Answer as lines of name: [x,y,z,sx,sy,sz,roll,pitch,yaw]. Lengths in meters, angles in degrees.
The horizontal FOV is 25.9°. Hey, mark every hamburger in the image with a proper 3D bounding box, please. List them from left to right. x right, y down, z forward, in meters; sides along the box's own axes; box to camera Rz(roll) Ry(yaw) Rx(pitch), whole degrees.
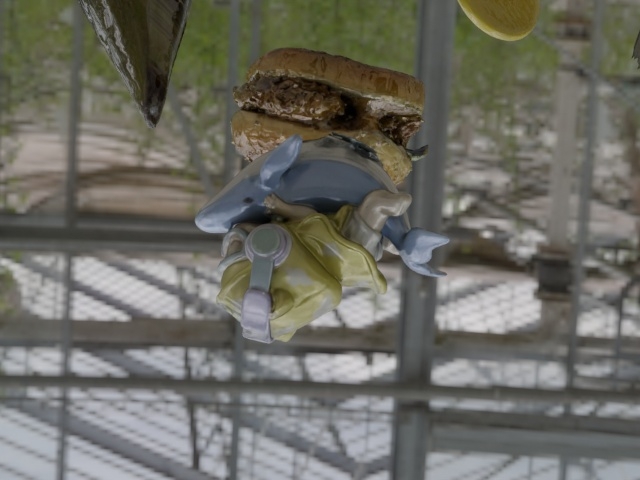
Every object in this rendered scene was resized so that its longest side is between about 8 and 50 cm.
hamburger: [0.005,-0.111,1.304,0.182,0.118,0.191,5,172,12]

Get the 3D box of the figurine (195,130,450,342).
figurine: [0.000,0.000,1.122,0.208,0.184,0.128,13,163,10]

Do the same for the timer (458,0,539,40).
timer: [0.208,-0.469,1.804,0.376,0.387,0.376,-36,-169,8]

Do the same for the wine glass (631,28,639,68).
wine glass: [0.402,-0.206,1.048,0.238,0.323,0.238,29,-155,-15]

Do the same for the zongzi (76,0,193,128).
zongzi: [-0.187,-0.232,0.882,0.286,0.300,0.138,13,159,-8]
